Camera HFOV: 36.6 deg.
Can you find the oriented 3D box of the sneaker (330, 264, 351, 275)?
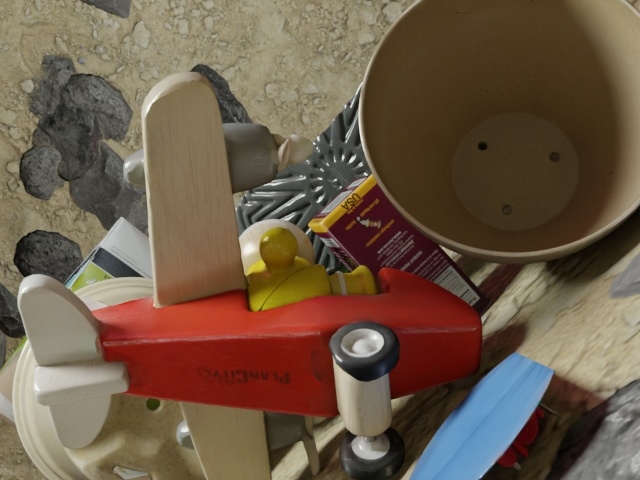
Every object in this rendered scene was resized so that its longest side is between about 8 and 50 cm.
[{"bbox_3d":[0.024,0.097,1.322,0.295,0.109,0.123,-49,4,-39],"label":"sneaker"}]

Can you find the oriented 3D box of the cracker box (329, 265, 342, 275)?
[{"bbox_3d":[-0.029,0.037,1.381,0.232,0.067,0.156,-35,-21,-46],"label":"cracker box"}]

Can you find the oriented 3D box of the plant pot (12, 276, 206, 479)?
[{"bbox_3d":[-0.233,0.204,1.270,0.334,0.334,0.305,-46,8,-16],"label":"plant pot"}]

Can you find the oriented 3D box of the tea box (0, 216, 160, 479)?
[{"bbox_3d":[-0.317,0.207,1.607,0.220,0.329,0.324,-39,17,44],"label":"tea box"}]

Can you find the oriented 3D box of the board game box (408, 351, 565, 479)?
[{"bbox_3d":[0.123,0.148,0.701,0.133,0.033,0.168,-50,1,-2],"label":"board game box"}]

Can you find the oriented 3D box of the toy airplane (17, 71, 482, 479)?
[{"bbox_3d":[-0.089,0.075,0.938,0.386,0.384,0.272,-43,16,32],"label":"toy airplane"}]

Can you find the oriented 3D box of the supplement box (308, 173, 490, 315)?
[{"bbox_3d":[0.083,0.024,1.045,0.081,0.188,0.104,-43,6,-5],"label":"supplement box"}]

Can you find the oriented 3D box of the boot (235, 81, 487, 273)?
[{"bbox_3d":[0.112,-0.094,1.314,0.367,0.146,0.445,-41,-10,24],"label":"boot"}]

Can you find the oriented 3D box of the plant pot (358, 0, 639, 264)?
[{"bbox_3d":[0.191,-0.098,0.959,0.284,0.284,0.191,-45,-18,-4],"label":"plant pot"}]
